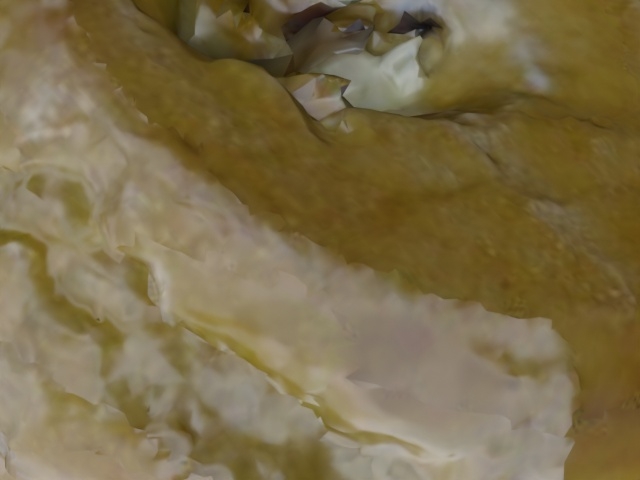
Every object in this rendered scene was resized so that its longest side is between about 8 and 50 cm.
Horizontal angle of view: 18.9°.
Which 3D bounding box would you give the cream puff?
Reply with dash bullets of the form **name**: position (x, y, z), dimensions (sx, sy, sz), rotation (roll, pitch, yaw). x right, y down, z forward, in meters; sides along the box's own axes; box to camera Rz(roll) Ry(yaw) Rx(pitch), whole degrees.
- **cream puff**: position (0.000, 0.000, 0.653), dimensions (0.327, 0.343, 0.231), rotation (20, 133, 0)
